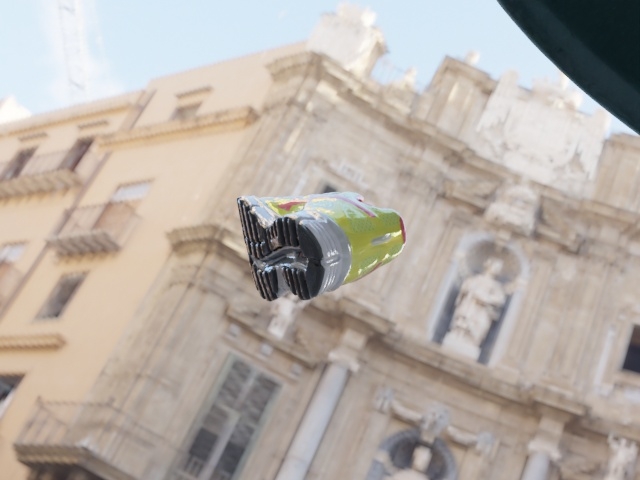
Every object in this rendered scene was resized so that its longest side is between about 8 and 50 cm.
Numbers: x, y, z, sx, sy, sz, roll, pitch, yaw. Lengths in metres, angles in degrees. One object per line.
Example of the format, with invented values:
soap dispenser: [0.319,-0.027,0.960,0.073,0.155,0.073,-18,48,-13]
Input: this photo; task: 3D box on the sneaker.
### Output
sneaker: [0.000,0.000,0.882,0.208,0.094,0.081,-161,-124,-67]

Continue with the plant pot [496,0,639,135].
plant pot: [0.275,-0.203,0.831,0.293,0.196,0.293,43,1,-1]
